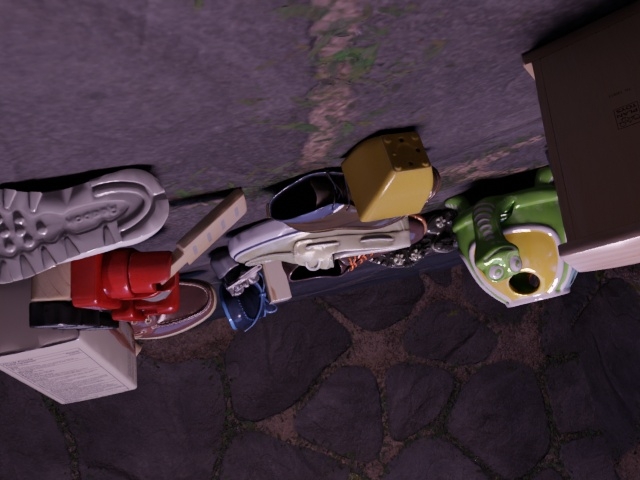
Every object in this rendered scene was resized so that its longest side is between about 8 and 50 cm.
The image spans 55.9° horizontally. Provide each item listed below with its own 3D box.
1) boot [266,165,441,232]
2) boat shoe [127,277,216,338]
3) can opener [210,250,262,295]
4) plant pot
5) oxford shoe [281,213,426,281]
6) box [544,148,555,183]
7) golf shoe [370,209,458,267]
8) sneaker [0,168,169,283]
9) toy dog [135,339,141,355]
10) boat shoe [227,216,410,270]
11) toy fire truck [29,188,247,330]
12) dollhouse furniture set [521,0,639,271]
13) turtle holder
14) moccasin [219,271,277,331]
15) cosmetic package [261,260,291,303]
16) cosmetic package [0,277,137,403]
[{"bbox_3d":[0.038,-0.052,0.769,0.219,0.082,0.106,-16,173,25],"label":"boot"},{"bbox_3d":[-0.385,0.143,1.228,0.342,0.123,0.123,-6,171,-8],"label":"boat shoe"},{"bbox_3d":[-0.173,0.058,1.213,0.076,0.095,0.283,-37,-176,-11],"label":"can opener"},{"bbox_3d":[0.082,-0.080,0.684,0.081,0.081,0.083,-10,158,-20],"label":"plant pot"},{"bbox_3d":[0.063,0.019,1.082,0.272,0.098,0.096,-14,130,3],"label":"oxford shoe"},{"bbox_3d":[0.490,-0.105,0.916,0.247,0.142,0.163,-8,168,-39],"label":"box"},{"bbox_3d":[0.172,0.003,1.245,0.273,0.105,0.120,-7,176,-32],"label":"golf shoe"},{"bbox_3d":[-0.267,-0.009,0.592,0.235,0.090,0.095,-9,179,-17],"label":"sneaker"},{"bbox_3d":[-0.557,0.247,1.492,0.334,0.220,0.161,-10,-155,31],"label":"toy dog"},{"bbox_3d":[0.000,0.000,0.981,0.303,0.094,0.109,-14,171,4],"label":"boat shoe"},{"bbox_3d":[-0.214,0.029,0.773,0.247,0.158,0.217,-3,170,-2],"label":"toy fire truck"},{"bbox_3d":[0.366,-0.063,0.534,0.287,0.198,0.303,-20,150,37],"label":"dollhouse furniture set"},{"bbox_3d":[0.379,0.000,1.119,0.244,0.227,0.320,-14,171,4],"label":"turtle holder"},{"bbox_3d":[-0.175,0.136,1.540,0.117,0.137,0.342,-18,-175,2],"label":"moccasin"},{"bbox_3d":[-0.090,0.061,1.151,0.041,0.115,0.060,-13,170,-11],"label":"cosmetic package"},{"bbox_3d":[-0.431,0.173,1.034,0.153,0.129,0.296,-10,153,-5],"label":"cosmetic package"}]
